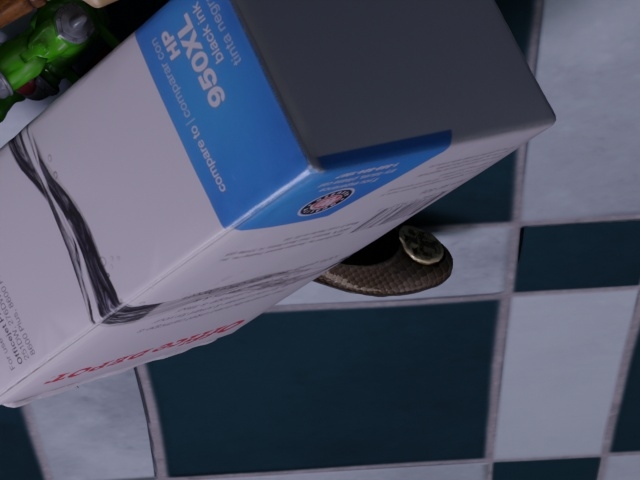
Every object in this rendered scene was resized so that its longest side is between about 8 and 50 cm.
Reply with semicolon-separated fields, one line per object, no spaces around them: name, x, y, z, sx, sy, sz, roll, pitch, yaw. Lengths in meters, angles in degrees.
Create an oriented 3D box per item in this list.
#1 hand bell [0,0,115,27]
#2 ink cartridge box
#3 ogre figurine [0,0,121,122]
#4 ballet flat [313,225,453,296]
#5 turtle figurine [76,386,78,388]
hand bell;-0.202;-0.164;1.305;0.242;0.126;0.126;-30;145;-2
ink cartridge box;-0.072;-0.048;1.444;0.395;0.166;0.285;-34;167;39
ogre figurine;-0.211;-0.137;1.421;0.118;0.097;0.197;-34;169;5
ballet flat;0.000;0.000;1.723;0.249;0.084;0.058;7;122;-10
turtle figurine;-0.344;0.086;1.778;0.234;0.118;0.175;37;117;-26
